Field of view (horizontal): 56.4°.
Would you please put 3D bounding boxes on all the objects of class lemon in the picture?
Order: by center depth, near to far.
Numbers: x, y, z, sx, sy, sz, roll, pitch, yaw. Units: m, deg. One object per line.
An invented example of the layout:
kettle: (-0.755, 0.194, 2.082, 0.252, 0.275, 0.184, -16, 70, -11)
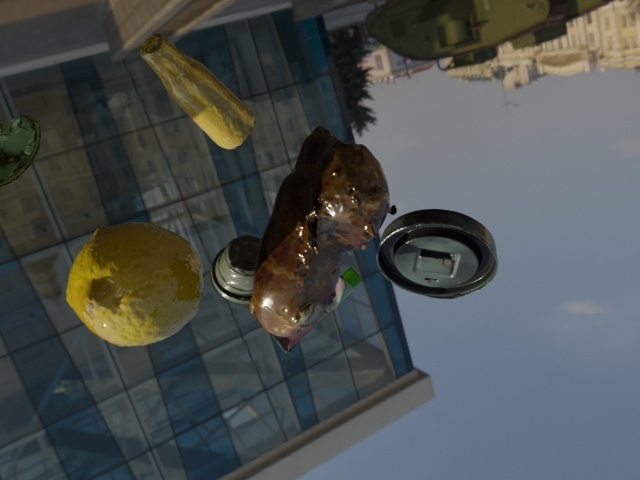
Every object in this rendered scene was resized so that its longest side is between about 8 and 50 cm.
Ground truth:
lemon: (-0.335, 0.079, 1.104, 0.233, 0.234, 0.288, -11, -177, 18)

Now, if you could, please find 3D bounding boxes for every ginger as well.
ginger: (0.000, 0.000, 1.122, 0.176, 0.418, 0.254, 18, -176, -41)

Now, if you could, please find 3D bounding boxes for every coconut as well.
coconut: (-0.437, -0.112, 0.736, 0.158, 0.133, 0.055, 14, 157, -24)

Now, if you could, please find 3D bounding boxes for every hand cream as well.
hand cream: (-0.004, 0.179, 1.554, 0.275, 0.050, 0.079, -43, -170, -6)

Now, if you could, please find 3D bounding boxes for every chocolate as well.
chocolate: (-0.181, -0.221, 0.883, 0.085, 0.086, 0.219, -10, 155, 21)

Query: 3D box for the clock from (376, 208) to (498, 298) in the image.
clock: (0.316, 0.041, 1.625, 0.325, 0.325, 0.067, -8, -133, 26)

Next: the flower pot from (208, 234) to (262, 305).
flower pot: (-0.231, 0.075, 1.872, 0.235, 0.235, 0.140, -23, 154, -22)
